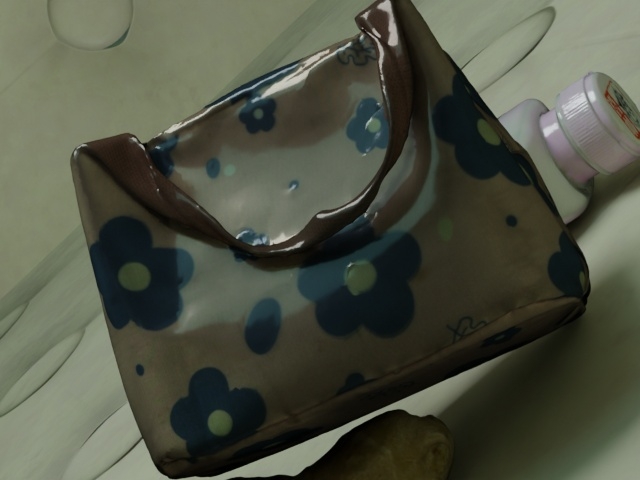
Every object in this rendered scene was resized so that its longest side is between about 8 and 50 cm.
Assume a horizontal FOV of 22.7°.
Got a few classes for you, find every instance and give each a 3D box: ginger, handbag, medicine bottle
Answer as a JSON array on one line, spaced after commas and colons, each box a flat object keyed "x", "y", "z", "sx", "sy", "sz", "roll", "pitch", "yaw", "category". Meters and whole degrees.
[{"x": -0.065, "y": 0.207, "z": 0.833, "sx": 0.148, "sy": 0.081, "sz": 0.334, "roll": 16, "pitch": 59, "yaw": 50, "category": "ginger"}, {"x": 0.000, "y": 0.000, "z": 0.859, "sx": 0.251, "sy": 0.193, "sz": 0.190, "roll": -24, "pitch": -11, "yaw": 7, "category": "handbag"}, {"x": 0.111, "y": -0.028, "z": 1.052, "sx": 0.219, "sy": 0.078, "sz": 0.115, "roll": -35, "pitch": 14, "yaw": 28, "category": "medicine bottle"}]
